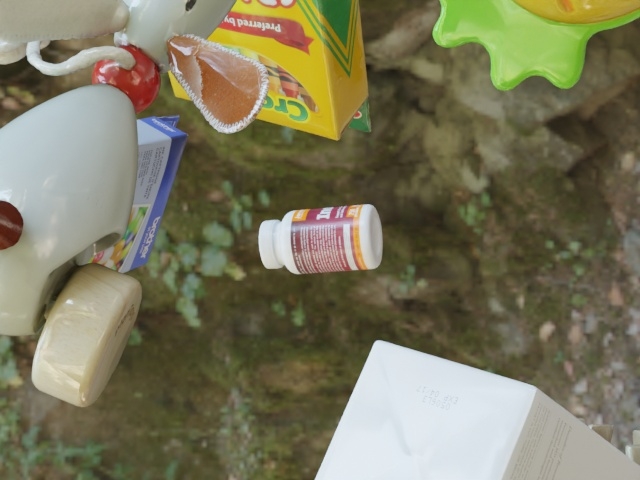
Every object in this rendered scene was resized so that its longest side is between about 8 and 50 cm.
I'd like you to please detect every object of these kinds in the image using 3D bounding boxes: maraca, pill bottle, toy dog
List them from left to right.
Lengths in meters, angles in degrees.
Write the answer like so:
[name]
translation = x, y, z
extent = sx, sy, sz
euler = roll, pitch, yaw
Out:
[toy dog]
translation = -0.145, -0.077, 0.647
extent = 0.161, 0.220, 0.334
euler = 120, 154, -67
[pill bottle]
translation = 0.000, 0.000, 1.442
extent = 0.086, 0.152, 0.086
euler = -5, -90, -75
[maraca]
translation = 0.133, -0.163, 0.575
extent = 0.186, 0.127, 0.099
euler = -52, 1, 29

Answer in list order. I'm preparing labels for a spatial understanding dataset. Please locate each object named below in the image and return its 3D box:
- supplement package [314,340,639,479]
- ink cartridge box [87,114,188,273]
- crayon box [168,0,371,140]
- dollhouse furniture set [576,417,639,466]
[supplement package]
translation = 0.158, 0.238, 0.998
extent = 0.177, 0.293, 0.175
euler = 12, 73, 44
[ink cartridge box]
translation = -0.251, -0.038, 1.253
extent = 0.311, 0.065, 0.186
euler = -31, -35, -64
[crayon box]
translation = -0.063, -0.221, 1.067
extent = 0.081, 0.202, 0.318
euler = -58, -27, -33
[dollhouse furniture set]
translation = 0.330, 0.309, 1.367
extent = 0.262, 0.259, 0.135
euler = 2, 88, 61
